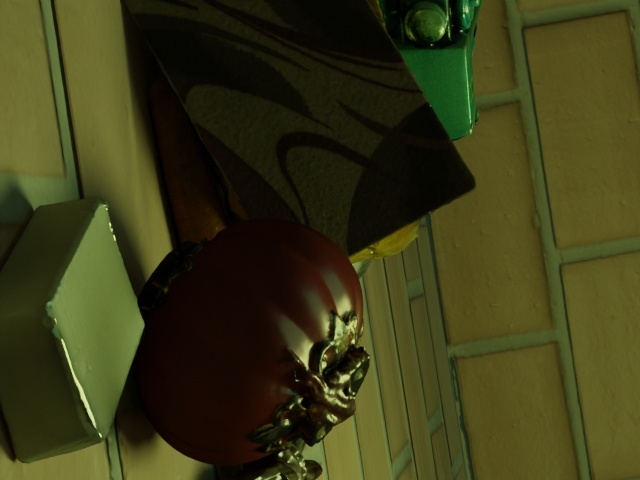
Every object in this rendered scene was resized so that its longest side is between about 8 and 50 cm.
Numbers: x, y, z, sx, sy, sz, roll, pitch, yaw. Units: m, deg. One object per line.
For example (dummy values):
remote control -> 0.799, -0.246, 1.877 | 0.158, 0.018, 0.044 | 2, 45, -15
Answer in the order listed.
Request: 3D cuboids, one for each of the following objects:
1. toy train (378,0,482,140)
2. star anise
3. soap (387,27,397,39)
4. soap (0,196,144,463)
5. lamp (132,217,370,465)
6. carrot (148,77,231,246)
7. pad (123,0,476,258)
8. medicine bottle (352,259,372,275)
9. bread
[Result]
toy train -> 0.138, -0.250, 1.869 | 0.298, 0.120, 0.194 | -68, 154, -63
star anise -> -0.050, 0.243, 1.613 | 0.288, 0.088, 0.288 | -22, 90, -81
soap -> -0.005, -0.234, 1.953 | 0.127, 0.220, 0.324 | 4, 78, -71
soap -> -0.180, 0.060, 1.126 | 0.183, 0.064, 0.121 | -79, 157, -64
lamp -> -0.055, 0.092, 1.366 | 0.227, 0.227, 0.226 | -9, 90, -80
carrot -> -0.130, -0.060, 1.558 | 0.061, 0.061, 0.209 | -64, 139, -73
pad -> -0.019, -0.144, 1.514 | 0.330, 0.220, 0.004 | 59, -16, 7
medicine bottle -> 0.000, 0.000, 1.971 | 0.215, 0.135, 0.135 | -23, 103, -80
bread -> -0.022, -0.132, 1.697 | 0.398, 0.215, 0.398 | 168, -90, -89
